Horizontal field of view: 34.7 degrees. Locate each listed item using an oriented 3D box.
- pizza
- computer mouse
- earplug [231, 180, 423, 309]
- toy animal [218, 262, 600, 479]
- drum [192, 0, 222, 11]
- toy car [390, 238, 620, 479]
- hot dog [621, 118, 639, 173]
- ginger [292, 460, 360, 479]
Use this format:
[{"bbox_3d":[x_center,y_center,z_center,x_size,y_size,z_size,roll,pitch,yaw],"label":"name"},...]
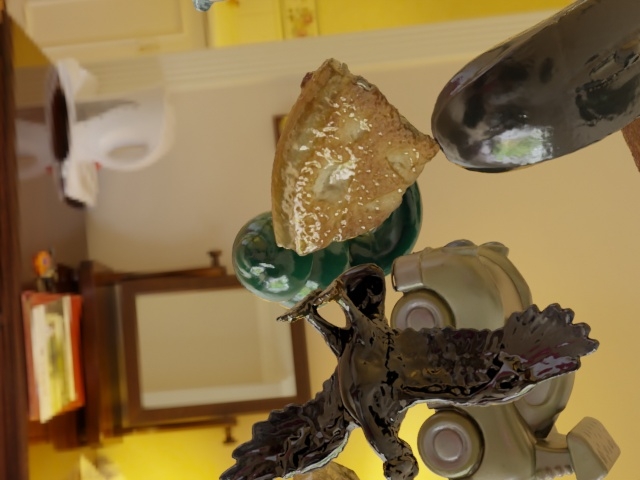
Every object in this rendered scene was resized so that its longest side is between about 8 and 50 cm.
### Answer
[{"bbox_3d":[0.033,-0.081,0.942,0.062,0.161,0.182,-119,-153,-58],"label":"pizza"},{"bbox_3d":[0.244,-0.157,1.044,0.137,0.270,0.086,62,0,-17],"label":"computer mouse"},{"bbox_3d":[0.006,0.003,1.504,0.257,0.280,0.163,-35,-110,41],"label":"earplug"},{"bbox_3d":[0.026,0.067,0.506,0.062,0.220,0.108,-16,77,-62],"label":"toy animal"},{"bbox_3d":[-0.047,-0.240,0.871,0.253,0.049,0.130,11,91,-54],"label":"drum"},{"bbox_3d":[0.244,0.161,1.359,0.242,0.226,0.335,3,75,-67],"label":"toy car"},{"bbox_3d":[0.604,-0.201,1.815,0.196,0.122,0.272,99,-19,-53],"label":"hot dog"},{"bbox_3d":[0.043,0.298,0.912,0.118,0.065,0.298,-108,175,-48],"label":"ginger"}]
